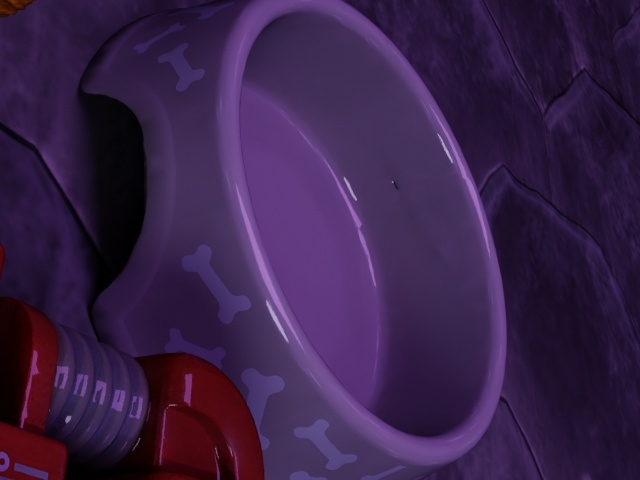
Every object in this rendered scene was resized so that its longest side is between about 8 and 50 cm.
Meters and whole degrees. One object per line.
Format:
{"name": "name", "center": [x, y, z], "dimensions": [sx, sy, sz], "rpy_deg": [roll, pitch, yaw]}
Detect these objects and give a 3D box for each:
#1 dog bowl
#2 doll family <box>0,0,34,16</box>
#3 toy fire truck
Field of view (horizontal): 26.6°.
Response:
{"name": "dog bowl", "center": [0.000, 0.000, 0.847], "dimensions": [0.349, 0.102, 0.349], "rpy_deg": [37, 43, -44]}
{"name": "doll family", "center": [-0.197, -0.183, 0.660], "dimensions": [0.163, 0.118, 0.263], "rpy_deg": [56, 14, -10]}
{"name": "toy fire truck", "center": [-0.130, 0.059, 0.583], "dimensions": [0.217, 0.158, 0.246], "rpy_deg": [30, 58, -47]}
